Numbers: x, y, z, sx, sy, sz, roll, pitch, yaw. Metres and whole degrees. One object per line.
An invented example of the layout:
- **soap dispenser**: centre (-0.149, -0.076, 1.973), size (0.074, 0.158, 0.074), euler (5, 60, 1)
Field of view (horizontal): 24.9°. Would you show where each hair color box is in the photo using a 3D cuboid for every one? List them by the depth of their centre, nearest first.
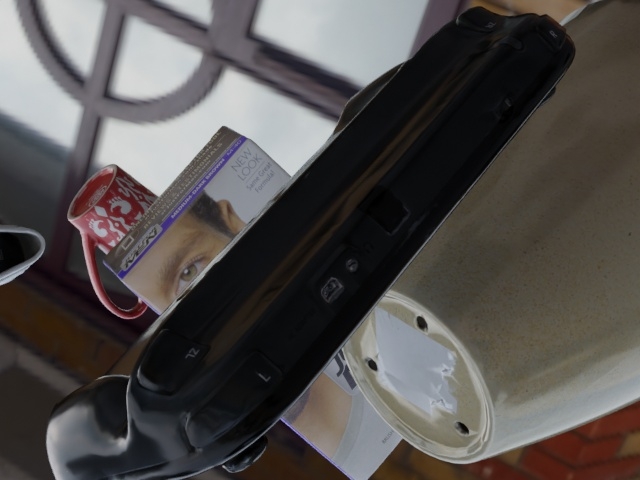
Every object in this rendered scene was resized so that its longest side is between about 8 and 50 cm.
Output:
- **hair color box**: centre (-0.028, 0.067, 1.446), size (0.339, 0.185, 0.110), euler (42, 176, -20)

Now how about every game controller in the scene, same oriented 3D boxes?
- **game controller**: centre (0.000, 0.000, 0.679), size (0.067, 0.166, 0.319), euler (47, -127, -6)

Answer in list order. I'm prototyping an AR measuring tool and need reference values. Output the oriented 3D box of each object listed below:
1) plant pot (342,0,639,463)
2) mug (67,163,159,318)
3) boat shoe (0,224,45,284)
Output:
- **plant pot**: centre (0.149, 0.014, 0.938), size (0.256, 0.256, 0.274), euler (37, -126, 28)
- **mug**: centre (-0.230, 0.003, 1.812), size (0.169, 0.113, 0.150), euler (43, -134, -25)
- **boat shoe**: centre (-0.428, 0.022, 1.620), size (0.258, 0.084, 0.095), euler (-19, -91, -45)
